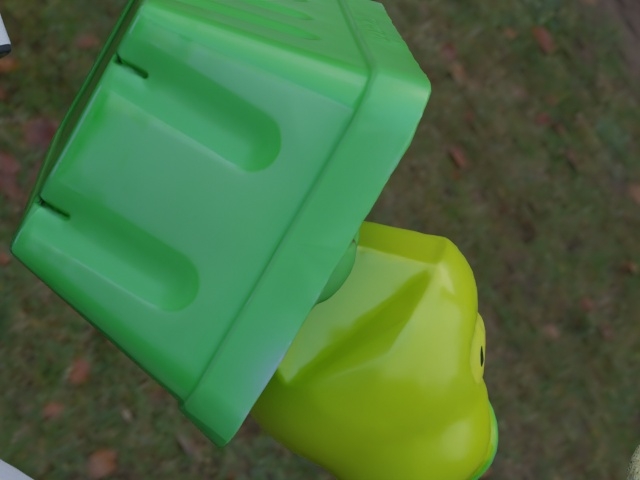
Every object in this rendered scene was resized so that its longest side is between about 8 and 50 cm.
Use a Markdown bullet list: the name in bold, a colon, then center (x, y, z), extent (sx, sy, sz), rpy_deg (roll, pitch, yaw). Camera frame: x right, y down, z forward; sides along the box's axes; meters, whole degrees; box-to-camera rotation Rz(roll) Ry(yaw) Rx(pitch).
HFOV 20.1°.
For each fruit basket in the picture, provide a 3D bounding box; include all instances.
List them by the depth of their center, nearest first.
- **fruit basket**: center (0.000, 0.000, 1.174), extent (0.392, 0.283, 0.392), rpy_deg (29, 12, -7)

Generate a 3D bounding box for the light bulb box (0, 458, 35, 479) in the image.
- **light bulb box**: center (-0.141, 0.258, 0.710), extent (0.361, 0.225, 0.358), rpy_deg (40, 3, -38)

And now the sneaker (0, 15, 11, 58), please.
- **sneaker**: center (-0.311, -0.148, 0.902), extent (0.295, 0.124, 0.178), rpy_deg (-16, 91, -34)

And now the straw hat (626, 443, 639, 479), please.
- **straw hat**: center (0.136, 0.088, 0.607), extent (0.061, 0.144, 0.144), rpy_deg (59, 37, 0)
